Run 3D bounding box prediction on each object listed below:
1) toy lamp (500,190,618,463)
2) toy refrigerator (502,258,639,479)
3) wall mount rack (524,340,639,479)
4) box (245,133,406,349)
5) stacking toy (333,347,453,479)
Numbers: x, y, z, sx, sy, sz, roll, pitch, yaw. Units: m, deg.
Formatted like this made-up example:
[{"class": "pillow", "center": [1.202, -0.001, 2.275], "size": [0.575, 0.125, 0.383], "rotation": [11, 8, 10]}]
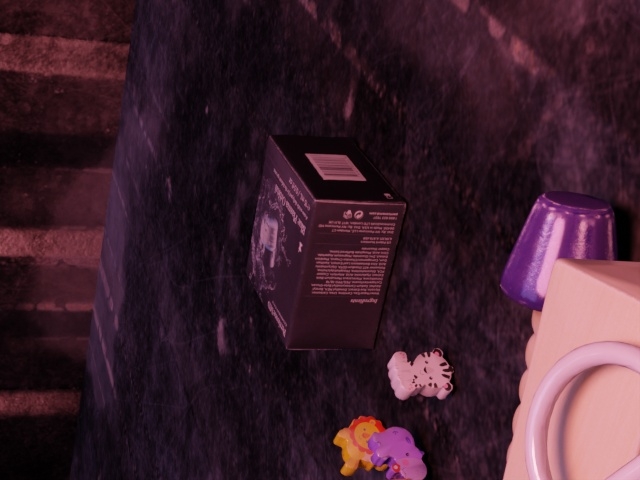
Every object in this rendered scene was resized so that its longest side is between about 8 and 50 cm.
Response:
[{"class": "toy lamp", "center": [0.143, 0.104, 0.807], "size": [0.080, 0.080, 0.274], "rotation": [-135, 51, -63]}, {"class": "toy refrigerator", "center": [0.170, 0.154, 0.699], "size": [0.102, 0.094, 0.269], "rotation": [33, 116, 59]}, {"class": "wall mount rack", "center": [0.170, 0.170, 0.499], "size": [0.304, 0.131, 0.350], "rotation": [-51, 50, 38]}, {"class": "box", "center": [0.000, 0.000, 1.176], "size": [0.156, 0.093, 0.158], "rotation": [-124, 39, -57]}, {"class": "stacking toy", "center": [0.077, 0.218, 1.019], "size": [0.167, 0.052, 0.221], "rotation": [117, 146, -52]}]
